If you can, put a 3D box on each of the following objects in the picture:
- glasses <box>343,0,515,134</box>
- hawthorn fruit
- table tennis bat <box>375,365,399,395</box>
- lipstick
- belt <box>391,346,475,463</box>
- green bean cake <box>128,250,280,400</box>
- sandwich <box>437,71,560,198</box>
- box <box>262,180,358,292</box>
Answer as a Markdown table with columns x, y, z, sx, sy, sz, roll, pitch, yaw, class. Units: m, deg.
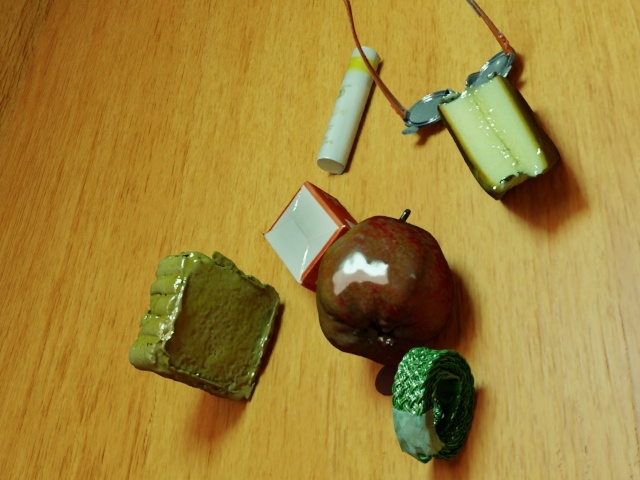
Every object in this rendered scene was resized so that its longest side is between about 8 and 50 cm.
| x | y | z | sx | sy | sz | roll | pitch | yaw | class |
| --- | --- | --- | --- | --- | --- | --- | --- | --- | --- |
| 0.166 | -0.329 | 1.492 | 0.234 | 0.268 | 0.118 | -29 | 24 | 35 | glasses |
| 0.100 | 0.052 | 1.320 | 0.208 | 0.208 | 0.248 | -23 | 32 | 37 | hawthorn fruit |
| 0.112 | 0.208 | 1.328 | 0.083 | 0.007 | 0.050 | 5 | 65 | 53 | table tennis bat |
| 0.055 | -0.252 | 1.728 | 0.059 | 0.059 | 0.264 | -8 | 55 | 46 | lipstick |
| 0.142 | 0.217 | 1.188 | 0.079 | 0.121 | 0.151 | -5 | 76 | 43 | belt |
| -0.198 | 0.147 | 1.554 | 0.131 | 0.230 | 0.224 | -5 | 62 | 49 | green bean cake |
| 0.272 | -0.132 | 1.321 | 0.122 | 0.128 | 0.235 | -36 | 40 | 20 | sandwich |
| 0.000 | 0.000 | 1.553 | 0.133 | 0.099 | 0.182 | -52 | 37 | 9 | box |
